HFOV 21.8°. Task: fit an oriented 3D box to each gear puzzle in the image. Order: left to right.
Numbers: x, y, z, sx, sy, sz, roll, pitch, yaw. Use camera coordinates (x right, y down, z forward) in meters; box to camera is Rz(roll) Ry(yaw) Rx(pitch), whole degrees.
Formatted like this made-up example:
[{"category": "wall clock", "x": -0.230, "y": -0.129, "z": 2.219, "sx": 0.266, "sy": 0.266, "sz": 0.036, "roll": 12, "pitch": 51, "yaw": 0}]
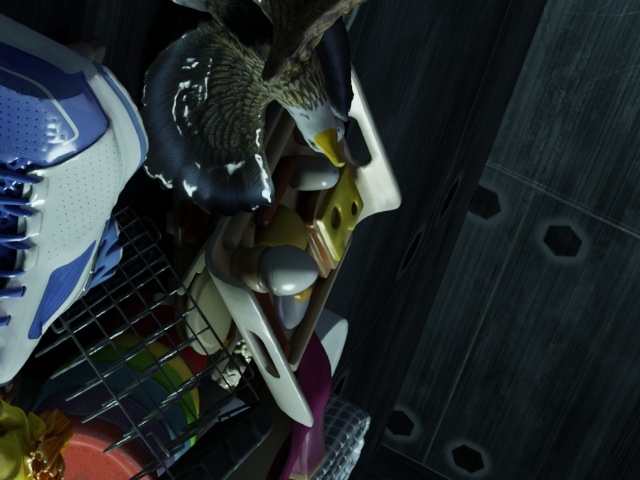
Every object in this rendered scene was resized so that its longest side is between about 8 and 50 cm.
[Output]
[{"category": "gear puzzle", "x": -0.097, "y": -0.016, "z": 1.701, "sx": 0.175, "sy": 0.044, "sz": 0.339, "roll": -50, "pitch": 150, "yaw": -49}]

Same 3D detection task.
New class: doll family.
[{"category": "doll family", "x": -0.273, "y": 0.212, "z": 1.337, "sx": 0.163, "sy": 0.118, "sz": 0.263, "roll": -30, "pitch": 149, "yaw": -49}]

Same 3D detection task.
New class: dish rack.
[{"category": "dish rack", "x": -0.157, "y": 0.102, "z": 1.428, "sx": 0.074, "sy": 0.271, "sz": 0.208, "roll": -32, "pitch": -176, "yaw": 26}]

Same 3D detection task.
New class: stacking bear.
[{"category": "stacking bear", "x": -0.189, "y": 0.159, "z": 1.578, "sx": 0.164, "sy": 0.175, "sz": 0.289, "roll": -28, "pitch": -161, "yaw": 25}]

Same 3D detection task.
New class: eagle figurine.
[{"category": "eagle figurine", "x": -0.043, "y": -0.153, "z": 1.460, "sx": 0.298, "sy": 0.226, "sz": 0.225, "roll": 148, "pitch": -56, "yaw": -74}]

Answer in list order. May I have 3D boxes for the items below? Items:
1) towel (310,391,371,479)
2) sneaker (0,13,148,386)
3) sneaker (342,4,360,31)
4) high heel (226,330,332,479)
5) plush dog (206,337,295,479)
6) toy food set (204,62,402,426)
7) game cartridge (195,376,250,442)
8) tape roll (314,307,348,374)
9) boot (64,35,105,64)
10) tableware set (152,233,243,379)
[{"category": "towel", "x": -0.094, "y": 0.276, "z": 2.080, "sx": 0.283, "sy": 0.235, "sz": 0.121, "roll": -53, "pitch": 162, "yaw": -45}, {"category": "sneaker", "x": -0.219, "y": 0.004, "z": 1.154, "sx": 0.182, "sy": 0.127, "sz": 0.315, "roll": -59, "pitch": 170, "yaw": -31}, {"category": "sneaker", "x": -0.007, "y": -0.275, "z": 1.607, "sx": 0.130, "sy": 0.087, "sz": 0.227, "roll": -46, "pitch": 157, "yaw": -51}, {"category": "high heel", "x": -0.089, "y": 0.216, "z": 1.692, "sx": 0.377, "sy": 0.127, "sz": 0.181, "roll": -52, "pitch": 139, "yaw": -62}, {"category": "plush dog", "x": -0.156, "y": 0.201, "z": 1.879, "sx": 0.225, "sy": 0.211, "sz": 0.262, "roll": -4, "pitch": 95, "yaw": -60}, {"category": "toy food set", "x": 0.000, "y": 0.000, "z": 1.673, "sx": 0.306, "sy": 0.092, "sz": 0.219, "roll": -65, "pitch": 147, "yaw": -34}, {"category": "game cartridge", "x": -0.193, "y": 0.259, "z": 1.667, "sx": 0.294, "sy": 0.060, "sz": 0.196, "roll": -48, "pitch": -154, "yaw": -10}, {"category": "tape roll", "x": -0.069, "y": 0.217, "z": 2.404, "sx": 0.286, "sy": 0.100, "sz": 0.286, "roll": -60, "pitch": 168, "yaw": -21}, {"category": "boot", "x": -0.199, "y": -0.101, "z": 1.250, "sx": 0.087, "sy": 0.042, "sz": 0.118, "roll": -46, "pitch": 159, "yaw": -40}, {"category": "tableware set", "x": -0.098, "y": 0.029, "z": 1.631, "sx": 0.194, "sy": 0.039, "sz": 0.128, "roll": -60, "pitch": 144, "yaw": -41}]
